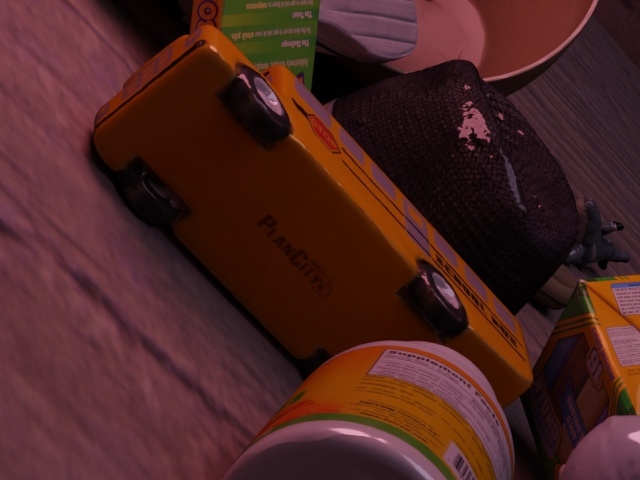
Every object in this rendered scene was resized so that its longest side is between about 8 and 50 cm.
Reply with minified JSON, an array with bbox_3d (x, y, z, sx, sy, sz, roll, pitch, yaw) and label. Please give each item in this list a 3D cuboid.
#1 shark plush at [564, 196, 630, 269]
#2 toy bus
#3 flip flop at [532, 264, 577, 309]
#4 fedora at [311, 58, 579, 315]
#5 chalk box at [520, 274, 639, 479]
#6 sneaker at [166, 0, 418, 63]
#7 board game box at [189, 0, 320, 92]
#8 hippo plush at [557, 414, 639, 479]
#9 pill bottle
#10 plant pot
[{"bbox_3d":[0.304,0.002,2.101,0.161,0.067,0.073,37,23,-41],"label":"shark plush"},{"bbox_3d":[0.000,0.000,1.260,0.333,0.108,0.130,47,18,-21],"label":"toy bus"},{"bbox_3d":[0.172,-0.031,1.804,0.277,0.080,0.112,41,22,-36],"label":"flip flop"},{"bbox_3d":[0.105,-0.037,1.526,0.334,0.152,0.334,47,19,-21],"label":"fedora"},{"bbox_3d":[0.244,0.136,1.478,0.132,0.213,0.132,-4,56,-18],"label":"chalk box"},{"bbox_3d":[-0.020,-0.195,1.549,0.258,0.091,0.094,10,77,-51],"label":"sneaker"},{"bbox_3d":[-0.044,-0.170,1.380,0.124,0.039,0.259,13,78,-57],"label":"board game box"},{"bbox_3d":[0.266,0.226,1.221,0.294,0.234,0.236,34,46,-43],"label":"hippo plush"},{"bbox_3d":[0.033,0.133,1.047,0.136,0.136,0.245,53,17,-1],"label":"pill bottle"},{"bbox_3d":[0.104,-0.230,1.777,0.284,0.284,0.191,59,-17,17],"label":"plant pot"}]
